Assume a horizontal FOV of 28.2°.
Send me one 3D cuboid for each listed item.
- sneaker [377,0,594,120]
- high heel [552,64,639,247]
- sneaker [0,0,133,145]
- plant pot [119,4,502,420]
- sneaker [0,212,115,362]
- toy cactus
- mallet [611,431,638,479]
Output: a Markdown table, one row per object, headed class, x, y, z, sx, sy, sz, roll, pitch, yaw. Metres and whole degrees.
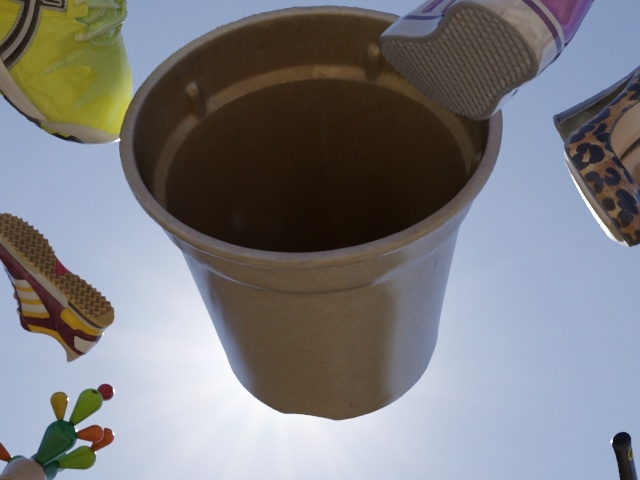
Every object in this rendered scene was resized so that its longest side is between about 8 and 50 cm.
| class | x | y | z | sx | sy | sz | roll | pitch | yaw |
| --- | --- | --- | --- | --- | --- | --- | --- | --- | --- |
| sneaker | 0.147 | -0.183 | 0.955 | 0.102 | 0.282 | 0.161 | 40 | -100 | -12 |
| high heel | 0.329 | -0.100 | 1.216 | 0.186 | 0.261 | 0.093 | -27 | -60 | 15 |
| sneaker | -0.229 | -0.259 | 1.094 | 0.147 | 0.145 | 0.385 | -1 | -62 | 29 |
| plant pot | 0.000 | 0.000 | 1.215 | 0.333 | 0.334 | 0.306 | 1 | -44 | 6 |
| sneaker | -0.314 | 0.052 | 1.386 | 0.185 | 0.069 | 0.084 | 44 | -68 | 5 |
| toy cactus | -0.329 | 0.254 | 1.451 | 0.219 | 0.180 | 0.112 | -42 | -92 | 7 |
| mallet | 0.261 | 0.218 | 1.043 | 0.039 | 0.062 | 0.190 | 12 | -49 | 33 |
